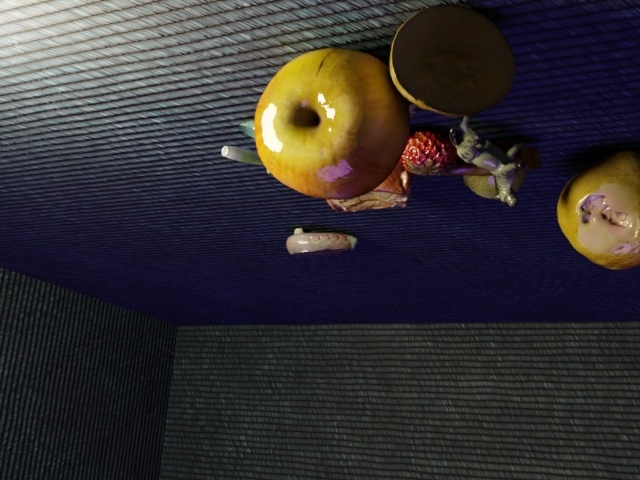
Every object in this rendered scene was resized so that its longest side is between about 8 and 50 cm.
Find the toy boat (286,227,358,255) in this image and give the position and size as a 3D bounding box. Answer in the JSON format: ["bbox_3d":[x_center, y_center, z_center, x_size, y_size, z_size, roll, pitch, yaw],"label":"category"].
[{"bbox_3d":[0.000,0.000,2.444,0.227,0.085,0.155,-2,175,-19],"label":"toy boat"}]

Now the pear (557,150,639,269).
[{"bbox_3d":[0.679,-0.070,1.716,0.271,0.271,0.271,4,164,1],"label":"pear"}]

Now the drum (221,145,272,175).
[{"bbox_3d":[-0.132,-0.187,1.803,0.253,0.049,0.130,8,176,-28],"label":"drum"}]

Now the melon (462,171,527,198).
[{"bbox_3d":[0.416,-0.150,1.792,0.160,0.079,0.128,4,165,3],"label":"melon"}]

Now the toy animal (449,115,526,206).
[{"bbox_3d":[0.360,-0.169,1.622,0.217,0.073,0.176,34,157,-2],"label":"toy animal"}]

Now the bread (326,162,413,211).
[{"bbox_3d":[0.116,-0.143,1.819,0.244,0.123,0.190,-8,158,32],"label":"bread"}]

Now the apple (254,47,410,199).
[{"bbox_3d":[0.025,-0.210,1.369,0.286,0.286,0.233,-4,178,27],"label":"apple"}]

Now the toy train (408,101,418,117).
[{"bbox_3d":[0.144,-0.259,1.543,0.085,0.053,0.249,0,165,-16],"label":"toy train"}]

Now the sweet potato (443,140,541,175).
[{"bbox_3d":[0.374,-0.183,1.711,0.243,0.077,0.077,-1,164,34],"label":"sweet potato"}]

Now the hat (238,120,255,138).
[{"bbox_3d":[-0.089,-0.220,1.678,0.190,0.078,0.138,-1,168,17],"label":"hat"}]

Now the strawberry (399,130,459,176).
[{"bbox_3d":[0.239,-0.191,1.688,0.145,0.086,0.145,5,162,2],"label":"strawberry"}]

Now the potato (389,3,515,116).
[{"bbox_3d":[0.202,-0.285,1.266,0.203,0.178,0.158,-8,-179,-7],"label":"potato"}]
